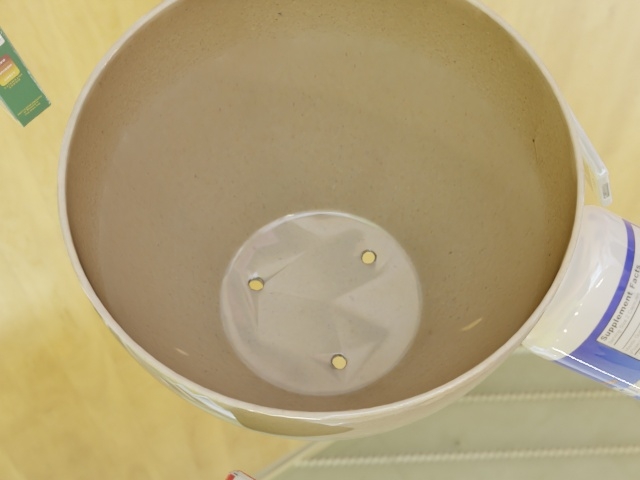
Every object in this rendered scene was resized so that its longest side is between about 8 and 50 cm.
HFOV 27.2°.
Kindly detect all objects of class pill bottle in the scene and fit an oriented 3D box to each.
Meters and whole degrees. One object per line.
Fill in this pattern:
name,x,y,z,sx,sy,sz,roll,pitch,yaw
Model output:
pill bottle,0.277,0.059,1.238,0.272,0.152,0.152,24,131,-12

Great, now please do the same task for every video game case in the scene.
video game case,0.378,-0.157,1.983,0.023,0.201,0.183,-29,162,7

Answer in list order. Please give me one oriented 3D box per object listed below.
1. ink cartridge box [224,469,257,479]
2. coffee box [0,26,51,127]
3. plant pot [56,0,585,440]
ink cartridge box,-0.056,0.308,0.956,0.197,0.114,0.273,-58,167,-21
coffee box,-0.313,-0.182,1.173,0.040,0.113,0.184,-44,161,-10
plant pot,0.000,0.000,0.794,0.284,0.284,0.191,-30,158,-13
